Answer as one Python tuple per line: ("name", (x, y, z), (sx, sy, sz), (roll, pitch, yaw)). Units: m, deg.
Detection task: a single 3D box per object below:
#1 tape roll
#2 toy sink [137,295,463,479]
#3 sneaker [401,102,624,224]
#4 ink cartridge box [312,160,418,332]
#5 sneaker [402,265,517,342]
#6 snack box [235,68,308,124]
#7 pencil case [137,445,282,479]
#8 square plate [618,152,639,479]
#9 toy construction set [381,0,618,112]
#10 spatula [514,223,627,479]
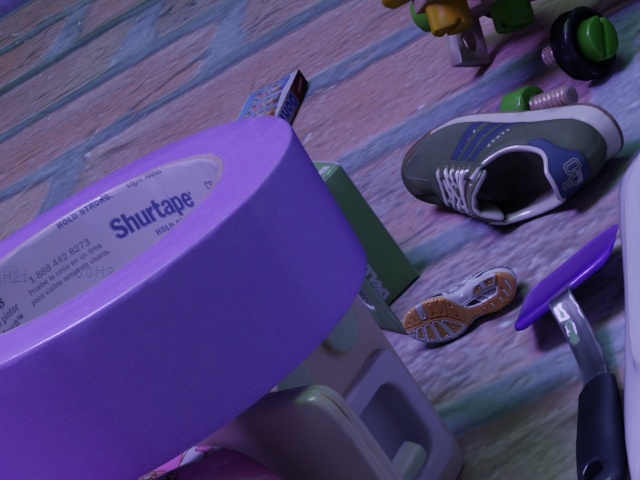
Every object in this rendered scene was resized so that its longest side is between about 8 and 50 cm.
("tape roll", (-0.114, 0.040, 1.053), (0.275, 0.090, 0.275), (-27, 17, 9))
("toy sink", (-0.016, 0.121, 1.088), (0.234, 0.153, 0.131), (-17, 27, 42))
("sneaker", (0.120, -0.048, 1.363), (0.192, 0.064, 0.086), (-10, 27, 43))
("ink cartridge box", (0.000, 0.000, 1.384), (0.062, 0.109, 0.209), (-44, 22, -19))
("sneaker", (0.096, 0.043, 1.266), (0.083, 0.032, 0.037), (-23, 9, 16))
("snack box", (-0.060, -0.108, 1.833), (0.064, 0.022, 0.178), (-26, 23, 26))
("pencil case", (-0.158, 0.238, 0.888), (0.160, 0.167, 0.386), (25, 35, 32))
("square plate", (0.266, -0.062, 1.019), (0.344, 0.049, 0.347), (-51, 13, 29))
("toy construction set", (0.108, -0.258, 1.548), (0.237, 0.309, 0.257), (-18, 18, 49))
("spatula", (0.155, 0.068, 1.104), (0.084, 0.030, 0.296), (-42, 19, 19))
